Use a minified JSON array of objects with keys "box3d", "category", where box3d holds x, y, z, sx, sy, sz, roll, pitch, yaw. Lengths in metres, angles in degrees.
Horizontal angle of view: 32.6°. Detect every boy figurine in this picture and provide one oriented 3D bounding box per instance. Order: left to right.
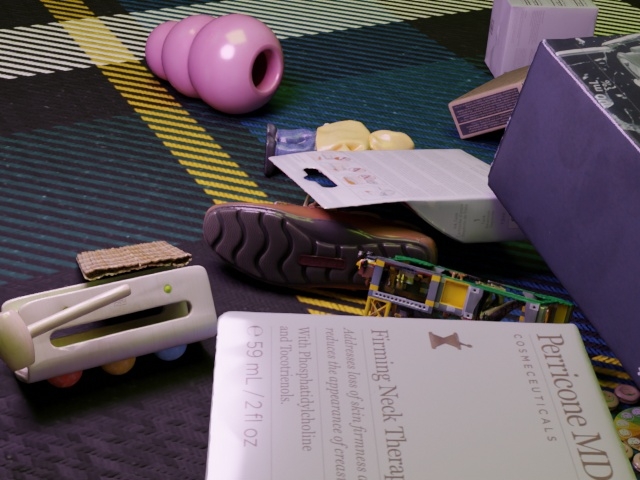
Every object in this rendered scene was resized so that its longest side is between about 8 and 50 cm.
[{"box3d":[0.035,-0.177,2.098,0.285,0.092,0.177,2,32,-5],"category":"boy figurine"}]

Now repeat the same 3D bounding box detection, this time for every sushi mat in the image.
[{"box3d":[-0.291,0.028,1.667,0.151,0.019,0.316,-8,6,-14],"category":"sushi mat"}]

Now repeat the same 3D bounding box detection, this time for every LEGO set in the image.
[{"box3d":[0.192,0.147,1.566,0.331,0.192,0.255,15,4,13],"category":"LEGO set"}]

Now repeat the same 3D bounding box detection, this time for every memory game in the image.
[{"box3d":[0.455,0.259,1.512,0.186,0.012,0.186,3,32,-2],"category":"memory game"}]

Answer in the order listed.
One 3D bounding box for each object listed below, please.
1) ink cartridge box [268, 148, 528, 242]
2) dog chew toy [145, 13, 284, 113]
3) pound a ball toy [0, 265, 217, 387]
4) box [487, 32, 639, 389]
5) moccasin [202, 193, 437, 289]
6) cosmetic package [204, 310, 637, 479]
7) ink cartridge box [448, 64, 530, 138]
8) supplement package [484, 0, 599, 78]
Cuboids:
[{"box3d":[0.135,-0.075,1.862,0.385,0.091,0.308,-4,21,-19],"category":"ink cartridge box"},{"box3d":[-0.239,-0.385,2.316,0.332,0.206,0.206,17,33,35],"category":"dog chew toy"},{"box3d":[-0.298,0.128,1.501,0.319,0.135,0.208,-13,5,-27],"category":"pound a ball toy"},{"box3d":[0.586,-0.064,1.609,0.472,0.297,0.480,-10,47,-23],"category":"box"},{"box3d":[0.000,-0.003,1.775,0.380,0.139,0.147,2,17,4],"category":"moccasin"},{"box3d":[0.079,0.297,1.117,0.394,0.327,0.329,2,32,-4],"category":"cosmetic package"},{"box3d":[0.411,-0.300,2.256,0.193,0.088,0.235,-10,15,47],"category":"ink cartridge box"},{"box3d":[0.504,-0.473,2.519,0.203,0.194,0.149,0,33,-8],"category":"supplement package"}]
